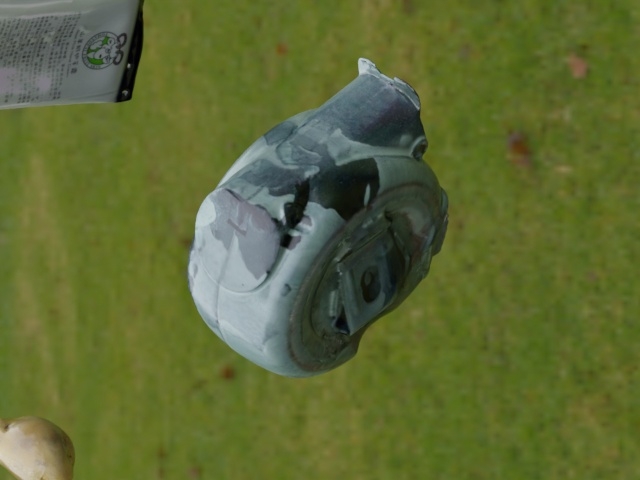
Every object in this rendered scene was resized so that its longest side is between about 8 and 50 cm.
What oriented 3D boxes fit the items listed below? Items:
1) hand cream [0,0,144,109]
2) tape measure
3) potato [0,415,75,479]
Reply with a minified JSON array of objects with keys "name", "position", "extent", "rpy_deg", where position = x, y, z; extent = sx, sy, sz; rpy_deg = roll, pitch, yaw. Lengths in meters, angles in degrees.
[{"name":"hand cream","position":[-0.286,-0.155,1.501],"extent":[0.076,0.336,0.121],"rpy_deg":[44,129,35]},{"name":"tape measure","position":[0.000,0.000,1.684],"extent":[0.147,0.256,0.275],"rpy_deg":[36,152,29]},{"name":"potato","position":[-0.240,0.175,1.477],"extent":[0.068,0.083,0.062],"rpy_deg":[81,-152,-48]}]
